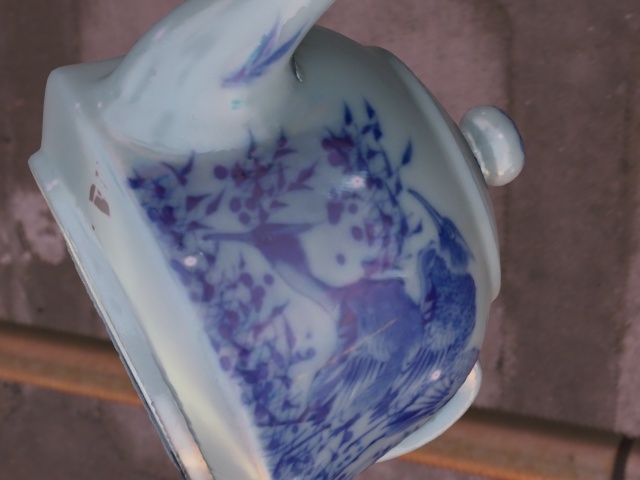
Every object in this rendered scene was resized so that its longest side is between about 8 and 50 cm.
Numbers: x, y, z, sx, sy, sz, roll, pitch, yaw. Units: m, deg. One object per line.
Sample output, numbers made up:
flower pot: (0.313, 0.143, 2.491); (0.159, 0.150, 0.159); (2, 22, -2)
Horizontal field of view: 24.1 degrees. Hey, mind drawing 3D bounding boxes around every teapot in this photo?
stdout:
teapot: (0.000, 0.000, 0.474); (0.159, 0.159, 0.232); (13, 142, 25)
